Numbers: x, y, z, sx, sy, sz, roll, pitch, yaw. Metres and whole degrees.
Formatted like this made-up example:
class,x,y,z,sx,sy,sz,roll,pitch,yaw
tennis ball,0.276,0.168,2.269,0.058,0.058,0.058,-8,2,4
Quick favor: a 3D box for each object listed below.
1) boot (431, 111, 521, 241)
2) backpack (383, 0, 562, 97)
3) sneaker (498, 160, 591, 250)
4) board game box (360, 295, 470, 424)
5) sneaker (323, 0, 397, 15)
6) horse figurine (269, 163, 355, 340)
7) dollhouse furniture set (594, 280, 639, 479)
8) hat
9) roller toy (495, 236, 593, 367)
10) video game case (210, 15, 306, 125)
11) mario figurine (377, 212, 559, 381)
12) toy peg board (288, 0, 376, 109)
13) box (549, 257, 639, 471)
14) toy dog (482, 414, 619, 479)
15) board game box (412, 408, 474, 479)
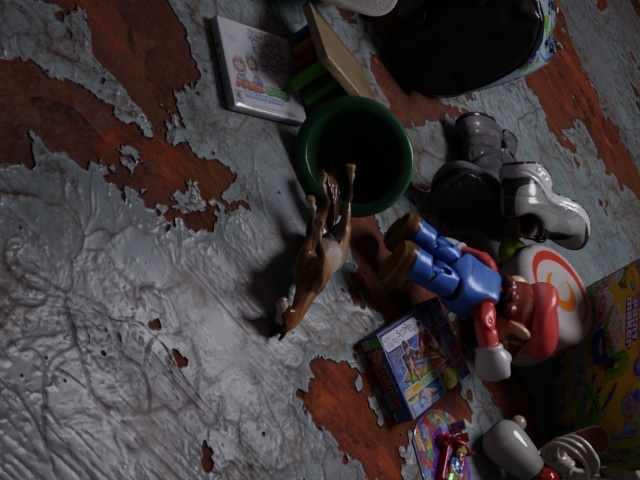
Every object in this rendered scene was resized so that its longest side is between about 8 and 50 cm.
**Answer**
class,x,y,z,sx,sy,sz,roll,pitch,yaw
boot,0.278,-0.138,1.803,0.338,0.118,0.223,27,48,-56
backpack,0.313,-0.399,1.860,0.273,0.290,0.355,58,29,-27
sneaker,0.380,-0.037,1.713,0.271,0.100,0.108,32,65,-45
board game box,0.148,0.178,1.512,0.201,0.035,0.136,-22,90,-54
sneaker,-0.029,-0.437,1.579,0.292,0.108,0.169,23,12,-15
horse figurine,0.000,0.000,1.357,0.263,0.066,0.174,-66,164,-58
dollhouse furniture set,0.602,0.252,1.911,0.303,0.198,0.286,57,37,-13
hat,0.056,-0.117,1.548,0.208,0.173,0.183,56,0,-3
roller toy,0.362,0.118,1.721,0.191,0.146,0.209,29,44,-27
video game case,-0.089,-0.246,1.454,0.157,0.019,0.143,6,67,-50
mario figurine,0.226,0.101,1.549,0.320,0.170,0.198,31,76,-14
toy peg board,0.008,-0.256,1.534,0.161,0.079,0.161,45,21,-40
box,0.545,0.222,1.713,0.177,0.279,0.290,14,66,-13
toy dog,0.433,0.379,1.602,0.334,0.220,0.161,50,51,-16
board game box,0.200,0.334,1.496,0.133,0.033,0.169,-2,73,-52
